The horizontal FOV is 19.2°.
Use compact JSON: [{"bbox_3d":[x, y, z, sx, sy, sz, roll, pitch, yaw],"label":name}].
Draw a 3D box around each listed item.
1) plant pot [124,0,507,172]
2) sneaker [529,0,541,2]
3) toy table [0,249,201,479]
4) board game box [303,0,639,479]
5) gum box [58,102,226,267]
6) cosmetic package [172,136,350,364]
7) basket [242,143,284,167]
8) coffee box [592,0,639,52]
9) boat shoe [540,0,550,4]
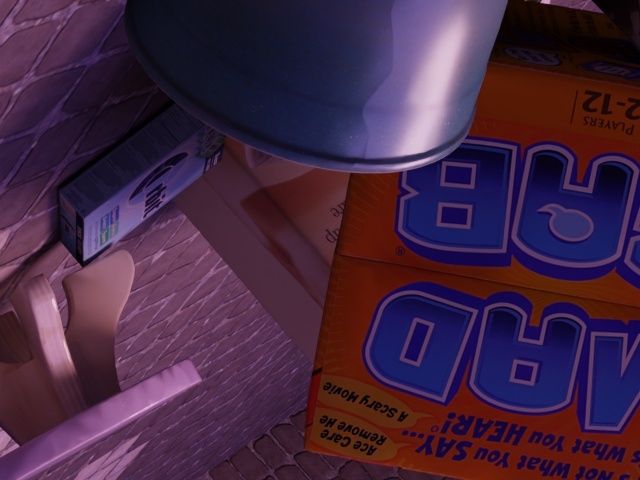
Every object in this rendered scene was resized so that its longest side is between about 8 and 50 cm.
[{"bbox_3d":[0.024,-0.229,1.330,0.271,0.271,0.255,-31,151,-48],"label":"plant pot"},{"bbox_3d":[0.208,-0.341,1.890,0.483,0.185,0.202,-42,-170,12],"label":"sneaker"},{"bbox_3d":[-0.269,0.132,1.842,0.274,0.161,0.252,-26,176,-33],"label":"toy table"},{"bbox_3d":[0.198,-0.008,1.692,0.356,0.356,0.356,-75,176,-73],"label":"board game box"},{"bbox_3d":[-0.172,-0.065,1.848,0.184,0.041,0.157,-38,170,-16],"label":"gum box"},{"bbox_3d":[0.000,0.000,2.043,0.153,0.296,0.129,-33,168,-43],"label":"cosmetic package"},{"bbox_3d":[-0.029,-0.150,1.778,0.113,0.103,0.167,-14,165,-5],"label":"basket"},{"bbox_3d":[0.243,-0.323,1.607,0.168,0.297,0.119,-46,167,23],"label":"coffee box"},{"bbox_3d":[0.204,-0.256,2.331,0.184,0.066,0.063,-41,143,20],"label":"boat shoe"}]
